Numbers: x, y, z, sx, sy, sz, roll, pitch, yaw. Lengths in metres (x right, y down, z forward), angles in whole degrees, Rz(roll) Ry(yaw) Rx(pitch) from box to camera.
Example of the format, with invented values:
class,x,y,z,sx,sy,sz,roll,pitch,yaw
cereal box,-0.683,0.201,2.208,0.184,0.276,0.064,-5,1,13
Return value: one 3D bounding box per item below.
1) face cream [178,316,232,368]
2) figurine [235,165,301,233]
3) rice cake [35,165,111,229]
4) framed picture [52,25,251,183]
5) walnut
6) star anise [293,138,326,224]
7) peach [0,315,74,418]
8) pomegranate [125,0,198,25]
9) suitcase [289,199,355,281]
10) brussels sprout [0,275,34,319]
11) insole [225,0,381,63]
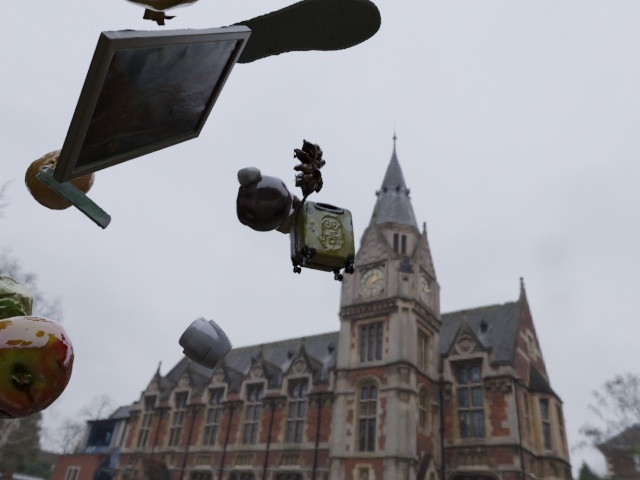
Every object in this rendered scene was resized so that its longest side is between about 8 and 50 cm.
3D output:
class,x,y,z,sx,sy,sz,roll,pitch,yaw
face cream,-0.240,0.215,1.075,0.095,0.091,0.091,39,-34,4
figurine,-0.158,-0.125,1.887,0.218,0.206,0.365,25,6,23
rice cake,-0.615,-0.106,1.293,0.034,0.043,0.211,1,-37,45
framed picture,-0.188,-0.169,0.607,0.016,0.250,0.184,41,-58,4
walnut,-0.872,-0.210,1.735,0.195,0.221,0.195,37,-27,22
star anise,-0.032,-0.178,1.505,0.073,0.177,0.234,15,-65,23
peach,-0.540,0.220,0.916,0.197,0.198,0.197,5,-31,3
pomegranate,-0.371,-0.641,1.123,0.318,0.319,0.319,5,-31,3
suitcase,0.000,0.000,1.617,0.193,0.235,0.143,12,-30,-26
brussels sprout,-0.713,0.166,1.103,0.161,0.181,0.144,25,7,-12
insole,-0.031,-0.293,0.715,0.231,0.003,0.080,-8,-47,6
